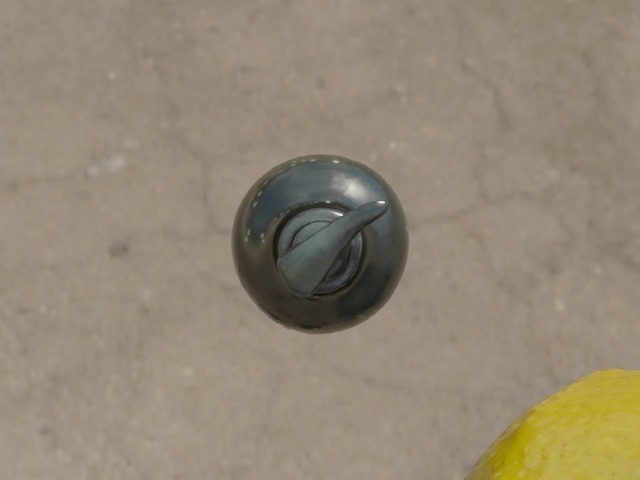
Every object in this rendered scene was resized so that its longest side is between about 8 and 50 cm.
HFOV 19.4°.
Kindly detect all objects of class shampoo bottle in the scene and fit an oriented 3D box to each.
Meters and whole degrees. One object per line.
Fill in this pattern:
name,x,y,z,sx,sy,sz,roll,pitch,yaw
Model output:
shampoo bottle,0.000,0.000,1.077,0.101,0.101,0.284,0,3,0

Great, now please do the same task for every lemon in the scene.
lemon,0.166,0.171,0.991,0.204,0.204,0.260,22,38,25
